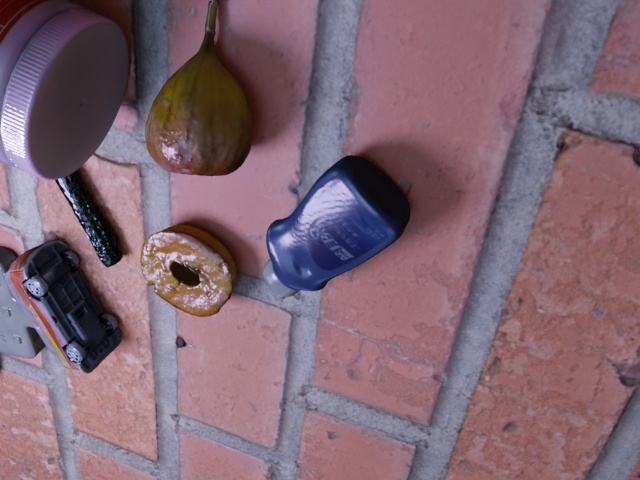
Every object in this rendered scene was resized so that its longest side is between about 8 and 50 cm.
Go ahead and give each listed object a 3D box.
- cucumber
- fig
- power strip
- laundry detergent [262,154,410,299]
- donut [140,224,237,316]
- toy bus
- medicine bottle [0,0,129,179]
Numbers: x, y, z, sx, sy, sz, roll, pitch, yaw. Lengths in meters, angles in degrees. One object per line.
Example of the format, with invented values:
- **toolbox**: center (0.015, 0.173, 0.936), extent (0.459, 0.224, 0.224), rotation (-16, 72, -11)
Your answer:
- **cucumber**: center (-0.426, -0.066, 1.286), extent (0.044, 0.043, 0.257), rotation (-12, 116, 24)
- **fig**: center (-0.170, -0.214, 1.030), extent (0.159, 0.159, 0.257), rotation (16, 110, 13)
- **power strip**: center (-0.641, 0.136, 1.507), extent (0.193, 0.059, 0.265), rotation (7, 124, 19)
- **laundry detergent**: center (0.000, 0.000, 1.110), extent (0.143, 0.094, 0.290), rotation (40, 128, -11)
- **donut**: center (-0.227, 0.046, 1.263), extent (0.178, 0.065, 0.162), rotation (43, 123, -7)
- **toy bus**: center (-0.512, 0.129, 1.411), extent (0.120, 0.121, 0.265), rotation (-6, 119, 34)
- **medicine bottle**: center (-0.446, -0.246, 1.038), extent (0.241, 0.252, 0.252), rotation (25, 129, 7)
